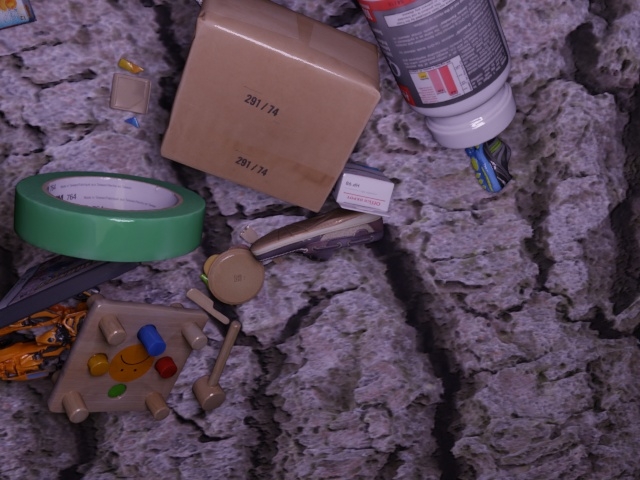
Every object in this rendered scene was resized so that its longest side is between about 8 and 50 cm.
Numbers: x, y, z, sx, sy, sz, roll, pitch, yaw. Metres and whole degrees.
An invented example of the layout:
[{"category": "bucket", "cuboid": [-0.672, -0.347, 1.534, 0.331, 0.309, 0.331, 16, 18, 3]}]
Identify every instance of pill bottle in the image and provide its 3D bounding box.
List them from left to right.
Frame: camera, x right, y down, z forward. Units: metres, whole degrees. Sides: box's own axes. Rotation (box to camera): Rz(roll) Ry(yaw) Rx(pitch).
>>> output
[{"category": "pill bottle", "cuboid": [0.220, -0.355, 1.219, 0.210, 0.210, 0.362, -32, 126, 2]}]

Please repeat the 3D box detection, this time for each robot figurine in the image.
[{"category": "robot figurine", "cuboid": [-0.566, 0.194, 1.377, 0.291, 0.085, 0.210, -10, 111, -5]}]

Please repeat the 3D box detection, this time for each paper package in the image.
[{"category": "paper package", "cuboid": [-0.093, -0.247, 1.210, 0.325, 0.168, 0.309, 18, 132, -14]}]

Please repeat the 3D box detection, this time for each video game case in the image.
[{"category": "video game case", "cuboid": [-0.452, 0.052, 1.261, 0.275, 0.248, 0.035, -24, 108, 0]}]

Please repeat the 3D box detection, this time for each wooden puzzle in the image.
[{"category": "wooden puzzle", "cuboid": [-0.362, -0.282, 1.292, 0.079, 0.014, 0.116, 17, 104, -9]}]

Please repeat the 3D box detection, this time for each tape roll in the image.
[{"category": "tape roll", "cuboid": [-0.368, -0.050, 1.202, 0.322, 0.321, 0.077, 7, 105, -11]}]

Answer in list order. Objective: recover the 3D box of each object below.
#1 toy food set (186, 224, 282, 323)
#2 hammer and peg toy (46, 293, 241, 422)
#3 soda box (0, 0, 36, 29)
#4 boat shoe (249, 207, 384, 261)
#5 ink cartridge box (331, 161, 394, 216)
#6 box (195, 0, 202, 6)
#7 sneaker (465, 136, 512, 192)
[{"category": "toy food set", "cuboid": [-0.181, 0.071, 1.426, 0.192, 0.038, 0.132, -48, 114, -4]}, {"category": "hammer and peg toy", "cuboid": [-0.336, 0.236, 1.371, 0.361, 0.127, 0.265, 12, 112, -45]}, {"category": "soda box", "cuboid": [-0.606, -0.396, 1.194, 0.183, 0.058, 0.062, -15, 109, -3]}, {"category": "boat shoe", "cuboid": [0.000, 0.000, 1.391, 0.285, 0.103, 0.092, -19, 107, -10]}, {"category": "ink cartridge box", "cuboid": [0.079, -0.105, 1.326, 0.104, 0.180, 0.060, 10, 106, -12]}, {"category": "box", "cuboid": [-0.175, -0.484, 1.219, 0.147, 0.077, 0.180, -42, 109, 6]}, {"category": "sneaker", "cuboid": [0.350, -0.194, 1.409, 0.078, 0.067, 0.188, -30, 109, -21]}]
